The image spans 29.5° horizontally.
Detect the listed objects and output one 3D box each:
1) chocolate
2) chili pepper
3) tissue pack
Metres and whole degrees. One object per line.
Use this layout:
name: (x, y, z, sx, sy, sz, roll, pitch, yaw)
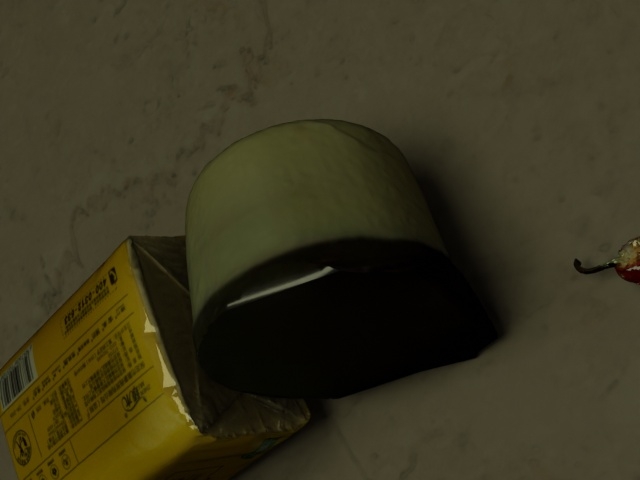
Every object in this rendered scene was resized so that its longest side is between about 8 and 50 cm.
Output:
chocolate: (0.000, 0.000, 1.415, 0.326, 0.314, 0.297, -18, 62, 26)
chili pepper: (0.384, 0.012, 1.260, 0.268, 0.059, 0.050, -13, 114, 35)
tissue pack: (-0.234, 0.203, 1.608, 0.382, 0.228, 0.293, -41, 61, 37)
